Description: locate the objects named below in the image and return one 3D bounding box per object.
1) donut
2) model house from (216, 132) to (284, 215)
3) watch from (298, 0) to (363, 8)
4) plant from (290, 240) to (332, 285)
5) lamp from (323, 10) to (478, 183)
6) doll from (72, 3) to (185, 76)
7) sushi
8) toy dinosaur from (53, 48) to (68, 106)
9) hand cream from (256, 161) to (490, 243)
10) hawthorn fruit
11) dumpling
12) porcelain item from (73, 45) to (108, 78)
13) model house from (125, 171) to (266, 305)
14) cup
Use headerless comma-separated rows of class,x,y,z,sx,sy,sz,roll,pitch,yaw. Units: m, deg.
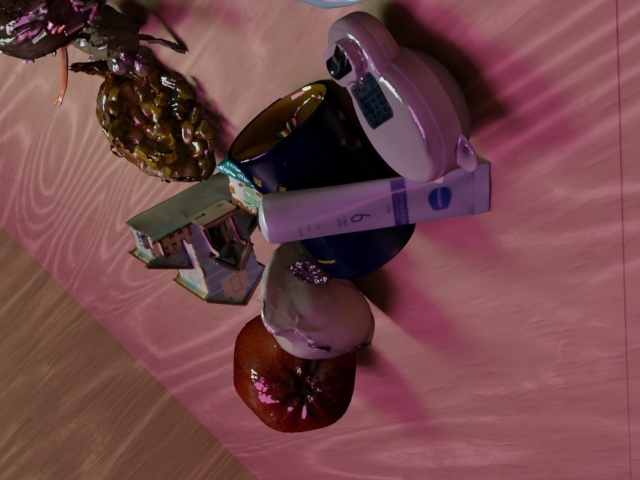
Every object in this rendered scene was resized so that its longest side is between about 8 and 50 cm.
donut,-0.416,-0.389,1.717,0.269,0.270,0.103,18,162,46
model house,-0.092,-0.116,1.847,0.127,0.100,0.149,27,151,32
watch,-0.034,-0.345,1.296,0.237,0.068,0.195,20,168,5
plant,0.000,0.000,1.857,0.092,0.143,0.094,5,146,22
lamp,0.105,-0.182,1.395,0.246,0.108,0.179,53,160,-6
doll,-0.333,-0.312,1.762,0.202,0.286,0.091,-3,113,8
sushi,-0.300,-0.213,1.961,0.296,0.167,0.179,62,169,-17
toy dinosaur,-0.460,-0.367,1.883,0.101,0.055,0.279,8,106,47
hand cream,0.071,-0.052,1.528,0.109,0.320,0.067,78,-177,-53
hawthorn fruit,-0.060,0.247,2.303,0.254,0.254,0.300,54,-177,-24
dumpling,-0.011,0.102,1.966,0.243,0.175,0.227,66,-174,-67
porcelain item,-0.425,-0.372,2.002,0.084,0.054,0.213,23,151,41
model house,-0.190,0.020,2.005,0.178,0.271,0.206,25,138,47
cup,0.016,-0.105,1.676,0.178,0.255,0.256,-26,118,26
